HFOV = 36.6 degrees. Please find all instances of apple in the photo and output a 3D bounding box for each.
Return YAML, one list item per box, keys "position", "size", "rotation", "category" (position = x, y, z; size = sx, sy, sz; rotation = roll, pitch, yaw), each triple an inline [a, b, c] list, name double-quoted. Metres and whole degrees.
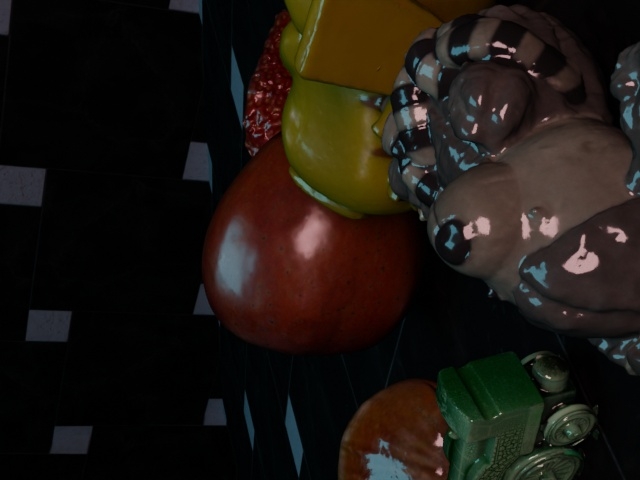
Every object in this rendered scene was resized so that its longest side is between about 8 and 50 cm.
- position: [0.000, 0.000, 0.930]
  size: [0.234, 0.233, 0.234]
  rotation: [172, 90, -78]
  category: "apple"

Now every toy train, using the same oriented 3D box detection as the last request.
- position: [0.130, 0.152, 0.688]
  size: [0.071, 0.104, 0.178]
  rotation: [-117, 21, -45]
  category: "toy train"

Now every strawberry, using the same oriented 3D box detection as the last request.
- position: [-0.016, -0.156, 1.178]
  size: [0.175, 0.106, 0.236]
  rotation: [-41, -48, -60]
  category: "strawberry"

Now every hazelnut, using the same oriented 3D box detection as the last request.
- position: [0.083, 0.194, 0.832]
  size: [0.150, 0.150, 0.150]
  rotation: [172, 90, -78]
  category: "hazelnut"

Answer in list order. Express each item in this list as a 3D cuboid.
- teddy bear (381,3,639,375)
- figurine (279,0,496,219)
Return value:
- position: [0.120, -0.044, 0.520]
  size: [0.251, 0.144, 0.171]
  rotation: [-122, 35, -56]
  category: "teddy bear"
- position: [0.044, -0.150, 0.661]
  size: [0.169, 0.218, 0.327]
  rotation: [39, 150, 40]
  category: "figurine"
